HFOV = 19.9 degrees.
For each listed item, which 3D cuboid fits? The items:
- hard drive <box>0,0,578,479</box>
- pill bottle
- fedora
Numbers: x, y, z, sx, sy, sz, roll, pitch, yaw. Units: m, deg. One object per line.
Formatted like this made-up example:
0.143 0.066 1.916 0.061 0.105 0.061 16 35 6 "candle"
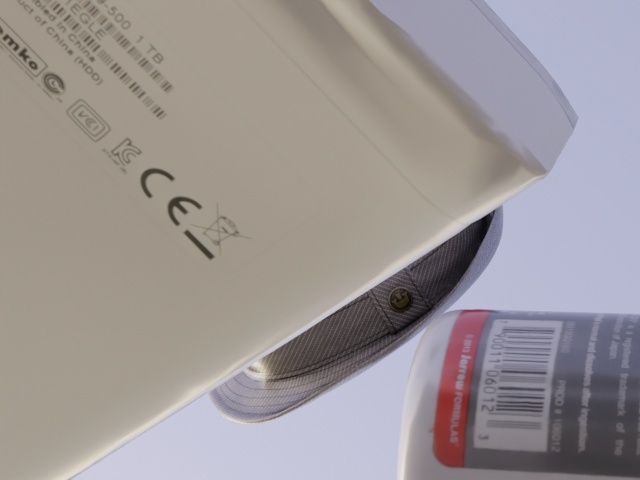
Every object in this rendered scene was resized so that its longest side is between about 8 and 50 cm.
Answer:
-0.117 -0.034 0.611 0.233 0.047 0.353 45 -47 -11 "hard drive"
0.241 0.150 1.095 0.363 0.210 0.210 2 -66 15 "pill bottle"
0.000 0.000 1.369 0.275 0.243 0.124 -32 -68 2 "fedora"
